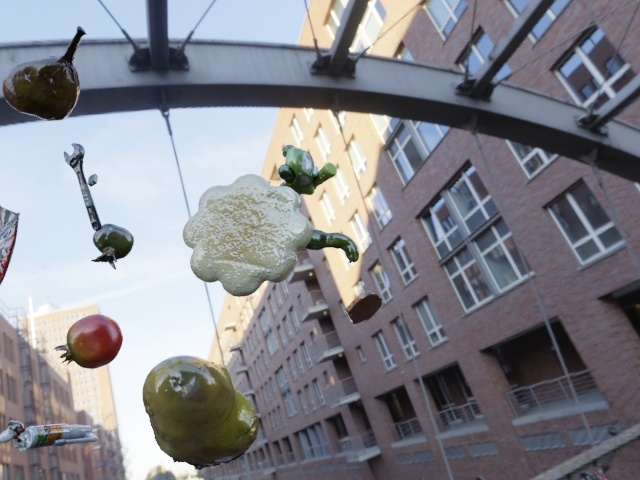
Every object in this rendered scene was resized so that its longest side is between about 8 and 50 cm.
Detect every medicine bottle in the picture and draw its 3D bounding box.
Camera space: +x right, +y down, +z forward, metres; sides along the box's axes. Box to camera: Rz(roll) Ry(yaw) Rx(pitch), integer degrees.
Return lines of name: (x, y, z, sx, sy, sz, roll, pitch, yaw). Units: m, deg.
medicine bottle: (-0.804, 0.611, 1.397, 0.061, 0.092, 0.221, -67, -26, -7)

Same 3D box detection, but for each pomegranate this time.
pomegranate: (-0.802, 0.027, 1.728, 0.152, 0.191, 0.131, 25, -54, -33)
pomegranate: (-0.953, 0.423, 1.853, 0.257, 0.220, 0.221, -18, -20, -34)

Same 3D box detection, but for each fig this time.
fig: (-0.760, -0.465, 1.297, 0.290, 0.190, 0.191, -22, -21, 16)

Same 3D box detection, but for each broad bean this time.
broad bean: (0.000, 0.000, 1.123, 0.214, 0.070, 0.048, 19, -30, 15)

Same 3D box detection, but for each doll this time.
doll: (-0.746, 0.482, 1.106, 0.040, 0.058, 0.085, 11, -32, 42)

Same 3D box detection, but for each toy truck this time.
toy truck: (-0.064, -0.243, 1.680, 0.211, 0.148, 0.187, 16, -36, -15)

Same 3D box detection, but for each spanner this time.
spanner: (-0.829, -0.183, 1.572, 0.087, 0.315, 0.024, -15, 2, 17)

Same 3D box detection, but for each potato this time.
potato: (-0.353, 0.511, 1.342, 0.290, 0.397, 0.296, -46, -3, -32)

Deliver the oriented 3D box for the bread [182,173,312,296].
bread: (-0.178, -0.023, 1.064, 0.316, 0.316, 0.054, -20, -19, -3)

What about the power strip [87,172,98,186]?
power strip: (-0.736, -0.194, 1.449, 0.027, 0.083, 0.017, -34, -55, -4)

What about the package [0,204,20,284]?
package: (-0.578, 0.009, 0.792, 0.239, 0.154, 0.030, 14, -3, 41)

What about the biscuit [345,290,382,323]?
biscuit: (0.113, 0.172, 1.163, 0.102, 0.019, 0.130, -38, -35, 0)
